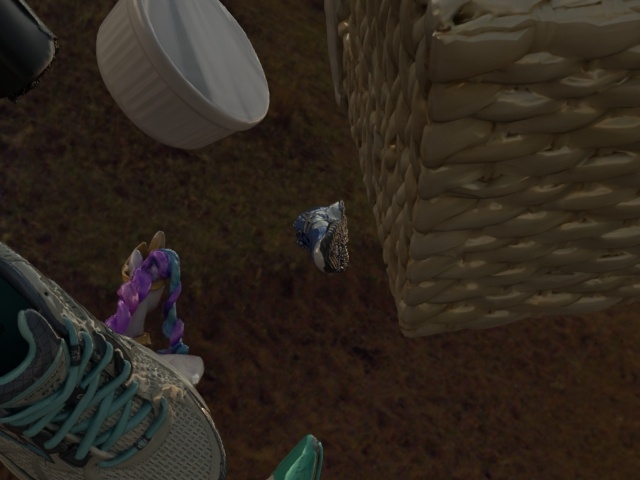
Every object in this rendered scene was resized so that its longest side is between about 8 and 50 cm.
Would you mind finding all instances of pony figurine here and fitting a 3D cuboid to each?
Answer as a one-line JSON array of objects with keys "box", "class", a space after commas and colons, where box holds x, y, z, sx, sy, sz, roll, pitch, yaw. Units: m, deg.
[{"box": [-0.302, 0.184, 1.032, 0.302, 0.364, 0.351, 18, 14, 3], "class": "pony figurine"}]

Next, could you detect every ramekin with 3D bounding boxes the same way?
[{"box": [-0.210, -0.260, 1.131, 0.273, 0.127, 0.273, 42, 31, -34], "class": "ramekin"}]

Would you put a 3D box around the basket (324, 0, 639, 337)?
[{"box": [0.175, -0.133, 0.477, 0.331, 0.328, 0.267, -7, 59, -1], "class": "basket"}]

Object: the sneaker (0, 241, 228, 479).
[{"box": [-0.157, 0.079, 0.417, 0.283, 0.110, 0.122, 43, -17, -23], "class": "sneaker"}]

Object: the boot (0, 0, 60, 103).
[{"box": [-0.360, -0.267, 0.766, 0.207, 0.094, 0.246, 56, 5, -41], "class": "boot"}]

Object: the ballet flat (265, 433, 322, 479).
[{"box": [-0.058, 0.333, 0.825, 0.087, 0.248, 0.083, 10, -1, -8], "class": "ballet flat"}]

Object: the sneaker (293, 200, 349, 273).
[{"box": [0.000, 0.000, 1.178, 0.081, 0.080, 0.211, -7, 17, 6], "class": "sneaker"}]
